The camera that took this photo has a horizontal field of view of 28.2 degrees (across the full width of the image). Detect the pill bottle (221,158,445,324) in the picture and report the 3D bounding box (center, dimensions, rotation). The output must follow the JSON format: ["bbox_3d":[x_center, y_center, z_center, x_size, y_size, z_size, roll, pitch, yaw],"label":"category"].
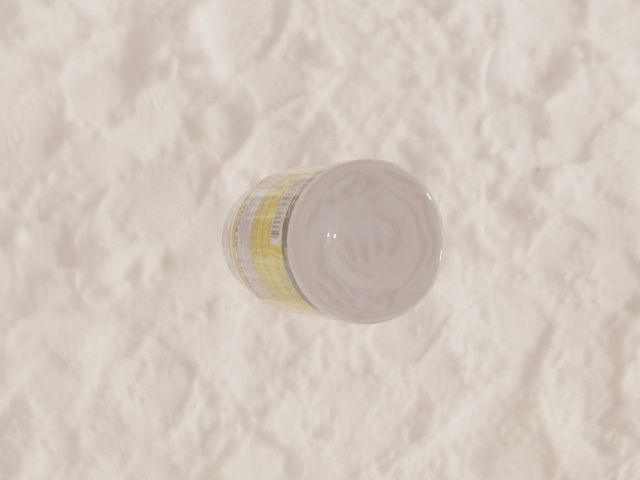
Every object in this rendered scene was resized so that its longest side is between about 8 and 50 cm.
[{"bbox_3d":[0.000,0.000,0.975,0.119,0.208,0.119,0,91,-20],"label":"pill bottle"}]
